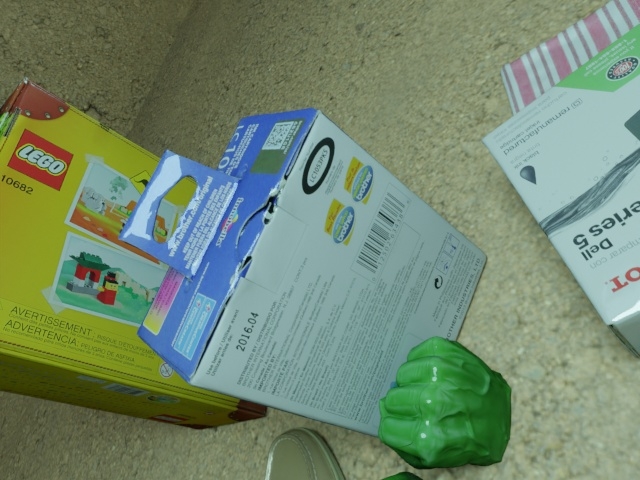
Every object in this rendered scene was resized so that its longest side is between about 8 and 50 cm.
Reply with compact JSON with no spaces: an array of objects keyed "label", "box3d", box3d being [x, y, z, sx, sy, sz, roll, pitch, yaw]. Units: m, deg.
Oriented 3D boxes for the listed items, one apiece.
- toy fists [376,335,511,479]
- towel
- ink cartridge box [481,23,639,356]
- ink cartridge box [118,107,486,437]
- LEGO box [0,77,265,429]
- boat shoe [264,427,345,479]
[{"label":"toy fists","box3d":[0.109,0.238,0.488,0.096,0.142,0.279,-2,64,46]},{"label":"towel","box3d":[0.345,-0.240,0.645,0.197,0.029,0.144,-27,47,33]},{"label":"ink cartridge box","box3d":[0.321,-0.055,0.479,0.198,0.115,0.272,-37,43,24]},{"label":"ink cartridge box","box3d":[-0.007,0.043,0.538,0.151,0.396,0.269,12,74,50]},{"label":"LEGO box","box3d":[-0.314,0.060,0.768,0.193,0.500,0.372,-25,49,34]},{"label":"boat shoe","box3d":[-0.029,0.386,0.562,0.122,0.110,0.341,-36,44,25]}]
